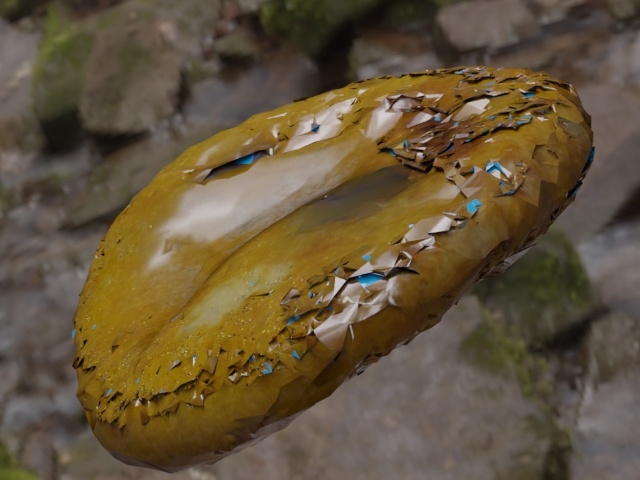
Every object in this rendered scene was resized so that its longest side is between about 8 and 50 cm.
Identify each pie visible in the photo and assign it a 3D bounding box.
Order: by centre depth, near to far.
[{"bbox_3d":[0.001,0.001,0.758,0.273,0.069,0.273,-28,23,13],"label":"pie"}]
